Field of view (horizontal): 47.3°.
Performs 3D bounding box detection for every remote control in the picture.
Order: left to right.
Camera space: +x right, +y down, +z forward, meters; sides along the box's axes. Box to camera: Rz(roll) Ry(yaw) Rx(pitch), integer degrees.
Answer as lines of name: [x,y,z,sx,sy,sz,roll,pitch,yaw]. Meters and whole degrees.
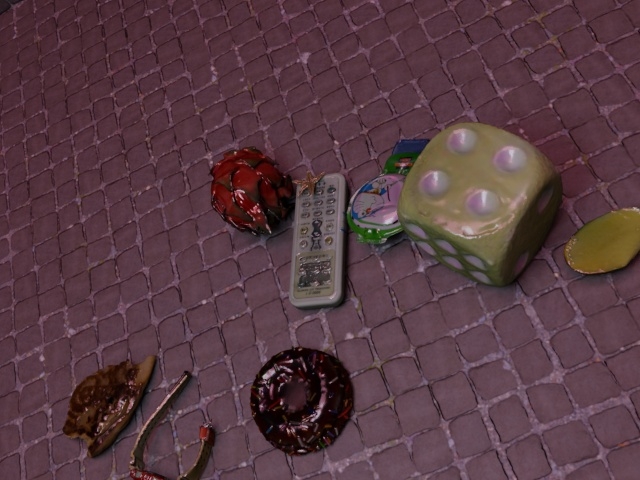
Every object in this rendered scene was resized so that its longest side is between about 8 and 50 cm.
remote control: [0.000,0.000,1.712,0.128,0.065,0.335,-6,62,19]

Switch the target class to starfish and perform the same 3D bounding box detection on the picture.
starfish: [-0.024,-0.137,1.748,0.086,0.016,0.092,-24,46,11]

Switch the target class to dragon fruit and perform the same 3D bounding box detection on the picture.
dragon fruit: [-0.167,-0.109,1.769,0.193,0.192,0.274,-27,60,15]

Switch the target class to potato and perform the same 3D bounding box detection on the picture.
potato: [0.582,0.007,1.465,0.198,0.054,0.119,-40,56,-5]

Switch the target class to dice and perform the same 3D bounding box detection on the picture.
dice: [0.328,-0.072,1.492,0.252,0.254,0.250,30,80,31]

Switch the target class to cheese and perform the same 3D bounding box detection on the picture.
cheese: [0.167,-0.120,1.687,0.204,0.083,0.320,3,55,34]

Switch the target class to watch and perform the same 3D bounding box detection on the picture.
watch: [-0.313,0.435,1.622,0.165,0.102,0.268,21,66,24]

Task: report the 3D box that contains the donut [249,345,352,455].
donut: [-0.046,0.332,1.550,0.235,0.089,0.235,-10,60,18]

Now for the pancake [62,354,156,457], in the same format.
pancake: [-0.502,0.399,1.735,0.257,0.056,0.212,-26,50,19]
